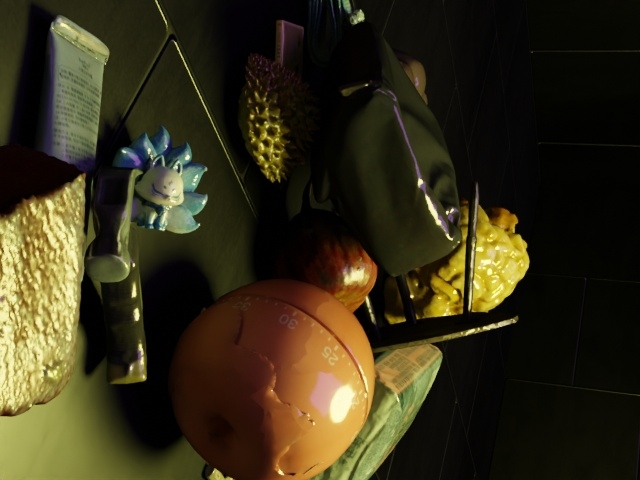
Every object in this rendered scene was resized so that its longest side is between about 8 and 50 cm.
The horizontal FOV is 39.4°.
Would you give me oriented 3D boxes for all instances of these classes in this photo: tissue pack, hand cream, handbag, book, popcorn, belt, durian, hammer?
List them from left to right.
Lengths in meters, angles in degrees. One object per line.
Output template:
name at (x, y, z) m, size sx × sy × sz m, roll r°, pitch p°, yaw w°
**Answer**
hand cream at (-0.223, -0.064, 0.787) m, size 0.088 × 0.055 × 0.256 m, roll 27°, pitch 67°, yaw -66°
hammer at (-0.187, 0.037, 0.836) m, size 0.159 × 0.041 × 0.227 m, roll -97°, pitch -171°, yaw -47°
durian at (-0.043, -0.145, 1.182) m, size 0.208 × 0.102 × 0.147 m, roll 63°, pitch 31°, yaw -60°
book at (-0.044, -0.252, 1.270) m, size 0.077 × 0.014 × 0.111 m, roll -12°, pitch 106°, yaw -69°
belt at (0.026, -0.348, 1.325) m, size 0.065 × 0.100 × 0.179 m, roll -51°, pitch 138°, yaw -62°
handbag at (0.061, -0.131, 1.226) m, size 0.275 × 0.177 × 0.302 m, roll 52°, pitch 19°, yaw -28°
tissue pack at (0.098, 0.296, 1.529) m, size 0.228 × 0.103 × 0.315 m, roll -64°, pitch 164°, yaw 14°
popcorn at (0.256, 0.049, 1.816) m, size 0.332 × 0.265 × 0.225 m, roll -46°, pitch 134°, yaw 3°

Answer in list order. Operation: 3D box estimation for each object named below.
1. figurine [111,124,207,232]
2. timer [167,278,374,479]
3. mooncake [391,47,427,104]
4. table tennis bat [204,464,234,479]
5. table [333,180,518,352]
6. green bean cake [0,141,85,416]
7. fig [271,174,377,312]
figurine at (-0.164, -0.063, 0.900) m, size 0.079 × 0.114 × 0.114 m, roll -169°, pitch -102°, yaw -66°
timer at (-0.056, 0.162, 1.027) m, size 0.215 × 0.229 × 0.230 m, roll -39°, pitch 131°, yaw -50°
mooncake at (0.095, -0.205, 1.496) m, size 0.245 × 0.133 × 0.245 m, roll 11°, pitch 90°, yaw -73°
table tennis bat at (-0.123, 0.337, 1.186) m, size 0.156 × 0.013 × 0.087 m, roll 70°, pitch 34°, yaw -50°
table at (0.153, 0.045, 1.608) m, size 0.317 × 0.317 × 0.249 m, roll -12°, pitch 91°, yaw -68°
green bean cake at (-0.266, 0.035, 0.628) m, size 0.232 × 0.097 × 0.199 m, roll -19°, pitch 113°, yaw -67°
fig at (-0.006, 0.021, 1.263) m, size 0.202 × 0.148 × 0.149 m, roll 61°, pitch -3°, yaw -7°
